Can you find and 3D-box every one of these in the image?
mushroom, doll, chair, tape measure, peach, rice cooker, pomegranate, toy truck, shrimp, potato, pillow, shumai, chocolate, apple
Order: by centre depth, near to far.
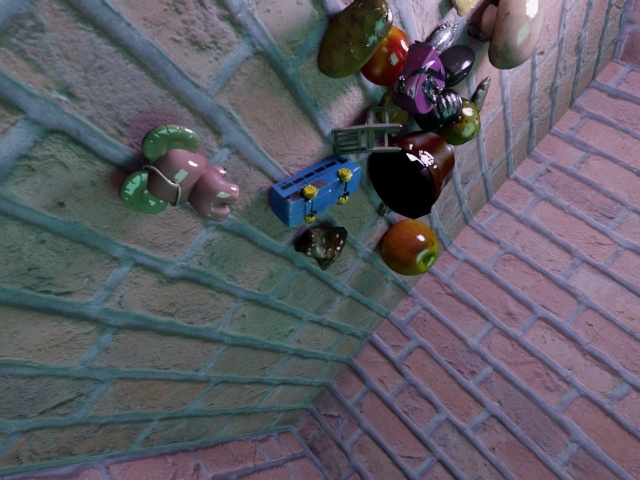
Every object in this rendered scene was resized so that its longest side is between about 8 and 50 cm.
[{"bbox_3d":[-0.396,-0.175,1.229,0.268,0.216,0.284,10,120,-49],"label":"doll"},{"bbox_3d":[0.100,-0.641,1.390,0.298,0.176,0.141,-38,152,32],"label":"potato"},{"bbox_3d":[0.226,-0.638,1.521,0.190,0.190,0.192,-50,131,4],"label":"peach"},{"bbox_3d":[-0.013,-0.205,1.739,0.384,0.162,0.161,-31,146,-29],"label":"toy truck"},{"bbox_3d":[0.399,-0.636,1.762,0.245,0.149,0.232,18,98,-54],"label":"tape measure"},{"bbox_3d":[0.504,-0.828,1.775,0.233,0.079,0.090,-45,112,-16],"label":"shrimp"},{"bbox_3d":[0.191,-0.448,1.779,0.270,0.147,0.136,-2,142,7],"label":"chair"},{"bbox_3d":[0.797,-0.931,1.882,0.362,0.294,0.363,11,90,-70],"label":"mushroom"},{"bbox_3d":[0.571,-0.749,1.887,0.203,0.142,0.118,-40,161,-7],"label":"rice cooker"},{"bbox_3d":[0.453,-0.330,2.005,0.331,0.383,0.384,-36,148,-23],"label":"chocolate"},{"bbox_3d":[0.000,0.000,2.054,0.222,0.203,0.272,-54,-175,14],"label":"shumai"},{"bbox_3d":[0.655,-0.587,2.158,0.231,0.231,0.286,-49,-166,2],"label":"pomegranate"},{"bbox_3d":[0.839,-0.748,2.319,0.093,0.051,0.241,-31,148,-27],"label":"pillow"},{"bbox_3d":[0.360,-0.179,2.347,0.190,0.075,0.073,-43,-177,11],"label":"shrimp"},{"bbox_3d":[0.531,0.049,2.600,0.339,0.339,0.340,-33,147,-25],"label":"apple"}]

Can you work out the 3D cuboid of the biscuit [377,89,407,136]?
[{"bbox_3d":[0.305,-0.545,1.881,0.166,0.036,0.225,-54,147,4],"label":"biscuit"}]

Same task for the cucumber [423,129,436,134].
[{"bbox_3d":[0.542,-0.541,2.172,0.056,0.056,0.250,-49,148,1],"label":"cucumber"}]

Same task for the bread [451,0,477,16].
[{"bbox_3d":[0.561,-0.955,1.695,0.125,0.082,0.106,-44,141,13],"label":"bread"}]

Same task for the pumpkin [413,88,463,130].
[{"bbox_3d":[0.524,-0.585,1.953,0.220,0.162,0.220,-19,-177,1],"label":"pumpkin"}]
